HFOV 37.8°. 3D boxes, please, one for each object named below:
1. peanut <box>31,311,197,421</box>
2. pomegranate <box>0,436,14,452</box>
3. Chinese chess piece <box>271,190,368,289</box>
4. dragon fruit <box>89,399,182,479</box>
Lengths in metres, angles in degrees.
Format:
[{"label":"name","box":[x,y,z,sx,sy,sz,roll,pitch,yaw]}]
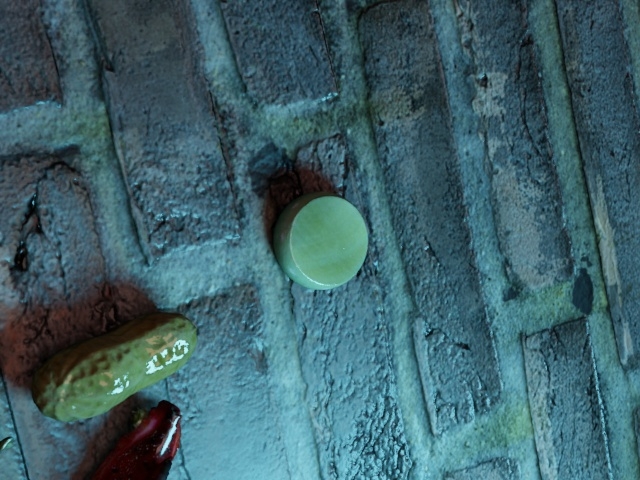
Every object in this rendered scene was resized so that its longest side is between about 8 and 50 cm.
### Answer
[{"label":"peanut","box":[-0.259,0.160,1.200,0.226,0.108,0.095,-24,96,-28]},{"label":"pomegranate","box":[-0.456,0.239,1.086,0.191,0.131,0.152,41,69,-30]},{"label":"Chinese chess piece","box":[0.000,0.000,1.364,0.144,0.058,0.144,0,91,-30]},{"label":"dragon fruit","box":[-0.242,0.295,1.208,0.092,0.122,0.192,26,80,-10]}]
